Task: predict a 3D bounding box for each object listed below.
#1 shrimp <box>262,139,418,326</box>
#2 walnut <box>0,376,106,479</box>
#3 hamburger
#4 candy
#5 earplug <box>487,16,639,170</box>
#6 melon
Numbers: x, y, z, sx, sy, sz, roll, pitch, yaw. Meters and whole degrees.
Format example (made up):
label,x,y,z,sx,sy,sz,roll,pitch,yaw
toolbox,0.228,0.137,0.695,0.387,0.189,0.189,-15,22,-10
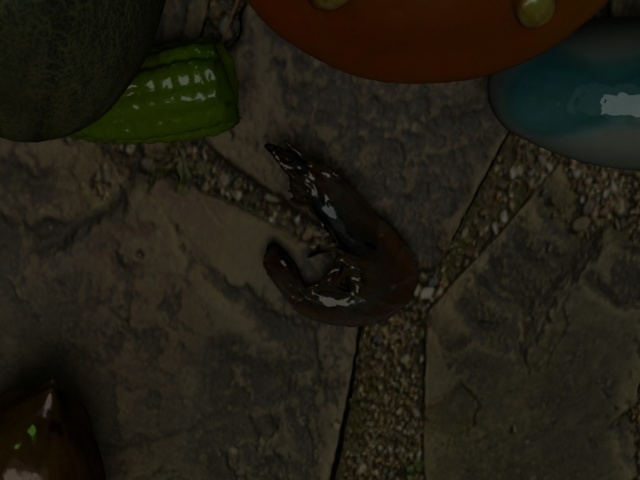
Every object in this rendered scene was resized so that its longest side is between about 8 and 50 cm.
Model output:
label,x,y,z,sx,sy,sz,roll,pitch,yaw
shrimp,0.000,0.001,1.219,0.143,0.052,0.251,-30,115,14
walnut,-0.322,0.282,1.261,0.209,0.209,0.336,17,115,-11
hamburger,0.096,-0.323,0.940,0.396,0.277,0.396,-1,117,-2
candy,-0.179,-0.137,1.122,0.209,0.097,0.097,-6,117,9
earplug,0.320,-0.140,1.114,0.324,0.185,0.185,5,116,4
melon,-0.241,-0.244,0.977,0.248,0.248,0.329,3,115,-4
